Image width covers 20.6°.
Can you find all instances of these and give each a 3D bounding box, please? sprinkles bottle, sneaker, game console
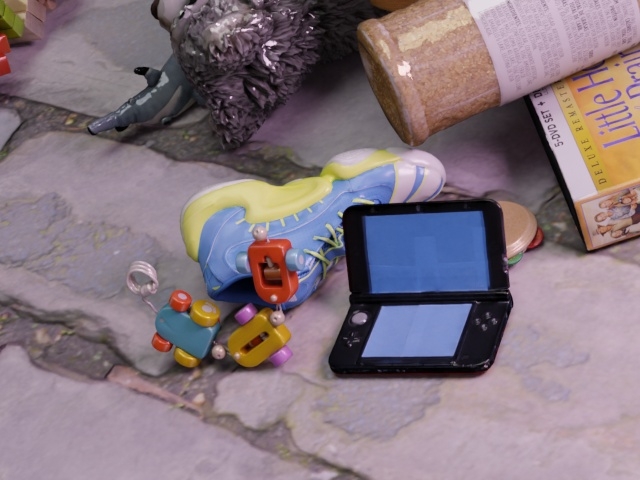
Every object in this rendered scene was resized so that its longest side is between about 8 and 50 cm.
[{"bbox_3d":[0.213,-0.204,1.540,0.355,0.121,0.121,-25,36,-4],"label":"sprinkles bottle"},{"bbox_3d":[0.000,0.000,1.548,0.240,0.091,0.126,-13,61,4],"label":"sneaker"},{"bbox_3d":[0.076,0.039,1.437,0.144,0.085,0.124,-3,40,26],"label":"game console"}]

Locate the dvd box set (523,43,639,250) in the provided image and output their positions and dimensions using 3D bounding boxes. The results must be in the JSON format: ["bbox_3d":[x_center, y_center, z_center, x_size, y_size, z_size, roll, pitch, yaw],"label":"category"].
[{"bbox_3d":[0.391,-0.162,1.550,0.420,0.062,0.307,-18,35,6],"label":"dvd box set"}]

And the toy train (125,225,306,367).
[{"bbox_3d":[-0.076,0.046,1.485,0.166,0.125,0.046,-7,19,27],"label":"toy train"}]

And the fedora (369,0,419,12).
[{"bbox_3d":[0.105,-0.249,1.628,0.194,0.079,0.194,3,14,-1],"label":"fedora"}]

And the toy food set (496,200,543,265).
[{"bbox_3d":[0.148,-0.003,1.508,0.083,0.020,0.083,-17,36,6],"label":"toy food set"}]

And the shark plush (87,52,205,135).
[{"bbox_3d":[-0.175,-0.160,1.837,0.161,0.067,0.073,-27,36,-6],"label":"shark plush"}]

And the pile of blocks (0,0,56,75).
[{"bbox_3d":[-0.360,-0.299,2.043,0.113,0.149,0.362,-6,39,22],"label":"pile of blocks"}]

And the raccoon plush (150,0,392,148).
[{"bbox_3d":[0.057,-0.252,1.737,0.447,0.216,0.299,-7,46,20],"label":"raccoon plush"}]
